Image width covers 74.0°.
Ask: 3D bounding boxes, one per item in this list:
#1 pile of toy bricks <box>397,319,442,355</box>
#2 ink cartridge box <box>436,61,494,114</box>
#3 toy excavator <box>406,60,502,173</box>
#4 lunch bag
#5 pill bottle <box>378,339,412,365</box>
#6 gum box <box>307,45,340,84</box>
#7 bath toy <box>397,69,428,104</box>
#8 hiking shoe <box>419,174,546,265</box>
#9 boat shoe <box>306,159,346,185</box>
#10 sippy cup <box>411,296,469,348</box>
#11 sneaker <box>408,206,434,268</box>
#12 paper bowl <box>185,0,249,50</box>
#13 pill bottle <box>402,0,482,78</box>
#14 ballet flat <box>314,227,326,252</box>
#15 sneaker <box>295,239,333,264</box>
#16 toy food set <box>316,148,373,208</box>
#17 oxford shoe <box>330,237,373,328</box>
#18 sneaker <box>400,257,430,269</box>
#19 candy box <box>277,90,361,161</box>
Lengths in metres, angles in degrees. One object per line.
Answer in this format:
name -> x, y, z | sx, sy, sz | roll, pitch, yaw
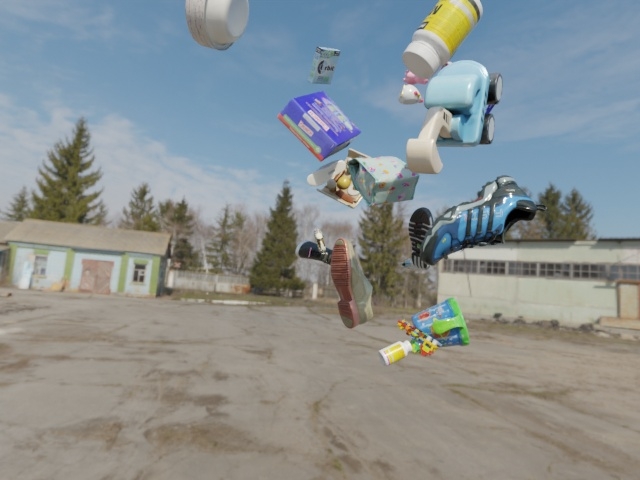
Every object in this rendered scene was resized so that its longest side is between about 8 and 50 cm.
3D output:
pile of toy bricks -> 0.412, 0.436, 1.822 | 0.212, 0.105, 0.118 | 30, -4, 46
ink cartridge box -> 0.738, -0.763, 2.221 | 0.069, 0.371, 0.176 | -12, -37, -37
toy excavator -> 0.412, -0.405, 1.391 | 0.222, 0.434, 0.445 | 10, 1, 34
lunch bag -> 0.263, -0.280, 1.851 | 0.223, 0.160, 0.262 | -10, 41, -20
pill bottle -> 0.195, 0.289, 1.100 | 0.083, 0.044, 0.043 | -21, 0, -14
gum box -> 0.019, -0.946, 2.305 | 0.041, 0.185, 0.156 | 39, 37, 28
bath toy -> 0.501, -0.845, 2.143 | 0.128, 0.349, 0.151 | 19, -3, -7
hiking shoe -> 0.382, -0.030, 1.039 | 0.113, 0.304, 0.132 | 41, 11, -52
boat shoe -> 0.021, -0.299, 1.849 | 0.184, 0.066, 0.063 | -34, 26, -1
sippy cup -> 0.563, 0.413, 2.034 | 0.223, 0.240, 0.306 | -17, -50, 7
sneaker -> 0.456, -0.032, 1.788 | 0.162, 0.282, 0.106 | -29, 39, -35
paper bowl -> -0.384, -0.894, 1.659 | 0.147, 0.285, 0.284 | 20, -3, 12
pill bottle -> 0.315, -0.538, 1.113 | 0.119, 0.209, 0.119 | 37, -3, 2
ballet flat -> 0.000, 0.000, 1.883 | 0.041, 0.115, 0.041 | -15, 3, 1
sneaker -> -0.010, 0.071, 2.368 | 0.146, 0.105, 0.295 | 20, 5, 32
toy food set -> 0.151, -0.325, 2.193 | 0.219, 0.306, 0.092 | 29, -17, 26
oxford shoe -> 0.144, 0.179, 1.883 | 0.146, 0.398, 0.140 | -11, 7, -30
sneaker -> 0.448, 0.112, 2.014 | 0.082, 0.072, 0.190 | 0, -13, -22
candy box -> 0.005, -0.504, 1.850 | 0.122, 0.268, 0.317 | -43, 0, 33
